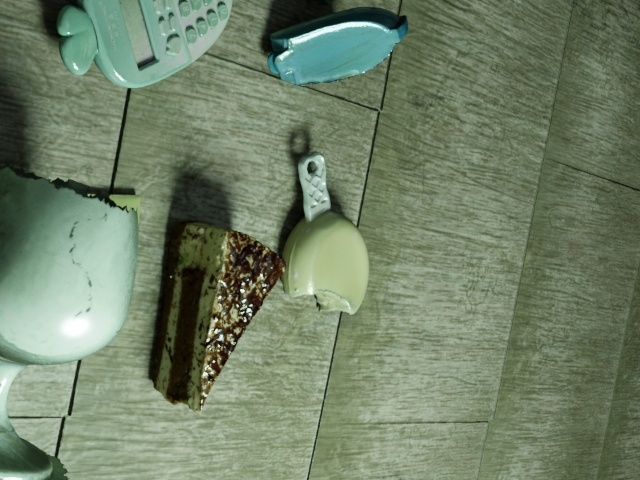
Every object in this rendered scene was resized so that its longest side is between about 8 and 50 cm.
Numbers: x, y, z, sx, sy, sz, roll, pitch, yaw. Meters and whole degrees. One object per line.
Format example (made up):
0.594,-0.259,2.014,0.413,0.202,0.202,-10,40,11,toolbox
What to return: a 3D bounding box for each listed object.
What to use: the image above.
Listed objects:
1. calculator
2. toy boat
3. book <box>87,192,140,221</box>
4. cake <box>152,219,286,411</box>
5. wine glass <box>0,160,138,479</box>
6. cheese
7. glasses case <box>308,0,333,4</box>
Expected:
-0.219,-0.294,1.411,0.295,0.042,0.184,-35,123,-40,calculator
0.024,-0.289,1.621,0.215,0.102,0.088,-15,116,-3,toy boat
-0.277,-0.021,1.426,0.111,0.014,0.077,0,99,-48,book
-0.170,0.087,1.500,0.135,0.112,0.246,45,69,-40,cake
-0.330,0.085,1.241,0.238,0.238,0.323,20,92,-48,wine glass
0.014,-0.008,1.705,0.163,0.071,0.249,1,97,-47,cheese
-0.029,-0.420,1.588,0.184,0.039,0.078,45,66,-43,glasses case
